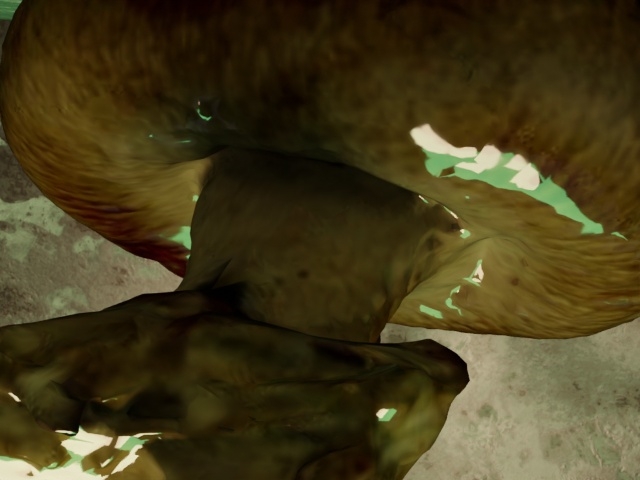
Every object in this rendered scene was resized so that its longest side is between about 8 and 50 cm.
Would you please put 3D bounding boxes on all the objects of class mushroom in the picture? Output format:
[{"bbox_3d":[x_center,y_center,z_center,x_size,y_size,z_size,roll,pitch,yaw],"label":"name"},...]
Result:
[{"bbox_3d":[0.020,-0.008,0.519,0.331,0.356,0.334,-9,156,3],"label":"mushroom"}]
